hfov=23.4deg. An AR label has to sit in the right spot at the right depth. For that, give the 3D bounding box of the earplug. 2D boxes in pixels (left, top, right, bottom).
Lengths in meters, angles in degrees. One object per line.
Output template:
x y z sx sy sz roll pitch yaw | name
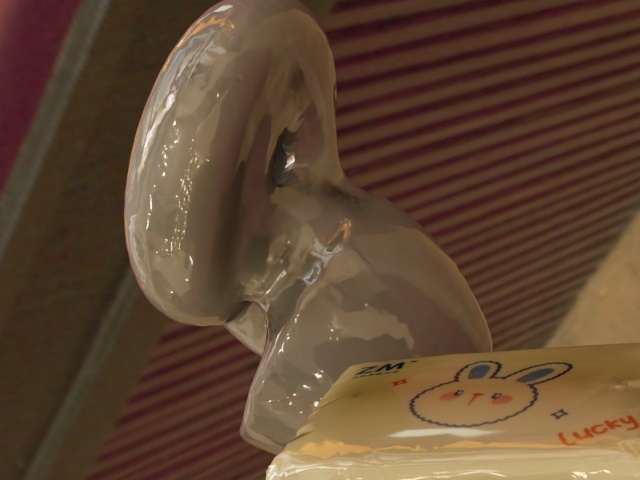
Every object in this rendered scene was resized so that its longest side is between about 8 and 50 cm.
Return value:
-0.010 0.002 0.976 0.175 0.214 0.325 -10 117 36 | earplug

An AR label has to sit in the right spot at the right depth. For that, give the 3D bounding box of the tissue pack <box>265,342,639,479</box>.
0.088 0.115 0.779 0.196 0.148 0.092 -7 105 21 | tissue pack
